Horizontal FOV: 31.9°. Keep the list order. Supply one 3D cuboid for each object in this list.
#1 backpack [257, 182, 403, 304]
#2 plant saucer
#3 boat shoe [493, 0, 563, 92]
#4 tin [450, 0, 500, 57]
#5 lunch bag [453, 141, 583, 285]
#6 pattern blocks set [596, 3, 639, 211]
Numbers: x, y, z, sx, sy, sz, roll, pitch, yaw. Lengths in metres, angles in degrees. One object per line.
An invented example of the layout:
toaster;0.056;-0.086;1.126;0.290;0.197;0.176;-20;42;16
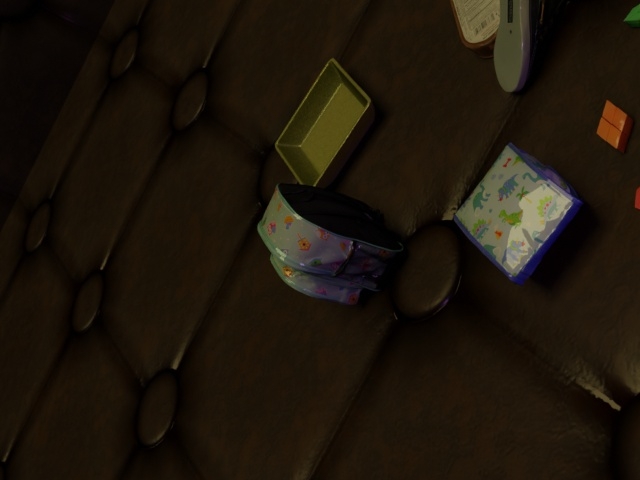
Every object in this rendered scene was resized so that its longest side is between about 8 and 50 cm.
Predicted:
backpack;0.000;0.000;1.642;0.144;0.188;0.166;-55;35;17
plant saucer;0.016;-0.186;1.870;0.188;0.045;0.188;-56;34;17
boat shoe;0.291;-0.296;1.535;0.065;0.083;0.183;25;118;58
tin;0.245;-0.353;1.656;0.106;0.040;0.189;-38;42;31
lunch bag;0.253;-0.029;1.384;0.129;0.096;0.151;-56;24;15
pattern blocks set;0.436;-0.186;1.284;0.285;0.026;0.325;-41;40;34
